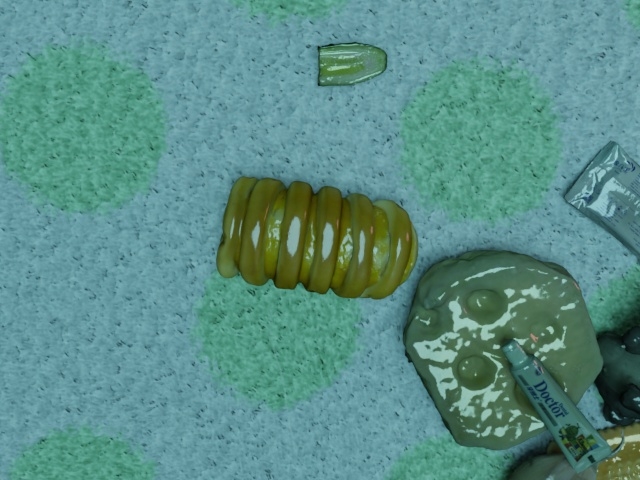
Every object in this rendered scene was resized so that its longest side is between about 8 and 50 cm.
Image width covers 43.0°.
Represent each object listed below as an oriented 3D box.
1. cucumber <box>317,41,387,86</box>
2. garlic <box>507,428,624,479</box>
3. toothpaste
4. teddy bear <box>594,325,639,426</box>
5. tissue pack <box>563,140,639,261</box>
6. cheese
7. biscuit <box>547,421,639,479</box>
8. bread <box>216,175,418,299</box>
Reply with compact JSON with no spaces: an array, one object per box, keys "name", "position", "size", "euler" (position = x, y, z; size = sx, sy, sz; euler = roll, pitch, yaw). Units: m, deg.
[{"name":"cucumber","position":[0.048,-0.275,1.251],"size":[0.107,0.035,0.067],"euler":[-3,118,-2]},{"name":"garlic","position":[0.381,0.406,1.325],"size":[0.148,0.128,0.266],"euler":[-1,122,-35]},{"name":"toothpaste","position":[0.354,0.250,1.235],"size":[0.067,0.037,0.255],"euler":[-36,103,5]},{"name":"teddy bear","position":[0.511,0.187,1.278],"size":[0.144,0.171,0.251],"euler":[42,103,13]},{"name":"tissue pack","position":[0.497,-0.056,1.301],"size":[0.193,0.026,0.122],"euler":[39,96,-7]},{"name":"cheese","position":[0.279,0.173,1.291],"size":[0.318,0.115,0.326],"euler":[24,98,-5]},{"name":"biscuit","position":[0.518,0.388,1.374],"size":[0.250,0.030,0.160],"euler":[-12,100,1]},{"name":"bread","position":[0.000,0.000,1.253],"size":[0.311,0.121,0.172],"euler":[8,99,-3]}]
